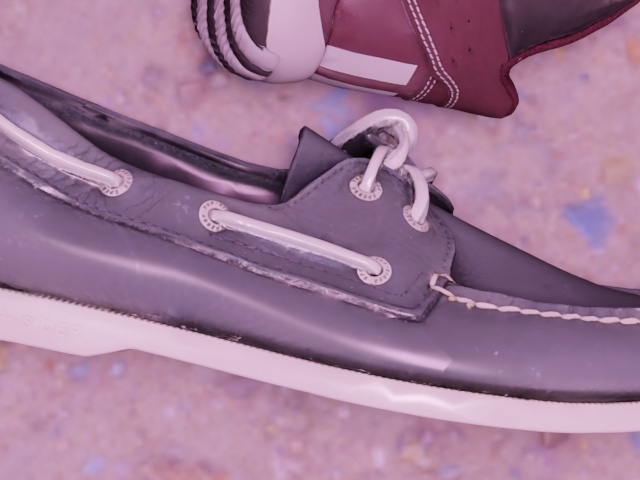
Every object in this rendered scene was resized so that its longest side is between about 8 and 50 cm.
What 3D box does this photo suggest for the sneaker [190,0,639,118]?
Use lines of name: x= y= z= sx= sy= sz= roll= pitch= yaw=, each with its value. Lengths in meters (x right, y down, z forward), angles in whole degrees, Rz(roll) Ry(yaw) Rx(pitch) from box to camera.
sneaker: x=0.065 y=-0.175 z=0.683 sx=0.162 sy=0.106 sz=0.281 roll=17 pitch=90 yaw=-20

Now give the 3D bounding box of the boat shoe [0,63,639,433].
boat shoe: x=0.000 y=0.000 z=0.658 sx=0.319 sy=0.116 sz=0.099 roll=9 pitch=93 yaw=-1
